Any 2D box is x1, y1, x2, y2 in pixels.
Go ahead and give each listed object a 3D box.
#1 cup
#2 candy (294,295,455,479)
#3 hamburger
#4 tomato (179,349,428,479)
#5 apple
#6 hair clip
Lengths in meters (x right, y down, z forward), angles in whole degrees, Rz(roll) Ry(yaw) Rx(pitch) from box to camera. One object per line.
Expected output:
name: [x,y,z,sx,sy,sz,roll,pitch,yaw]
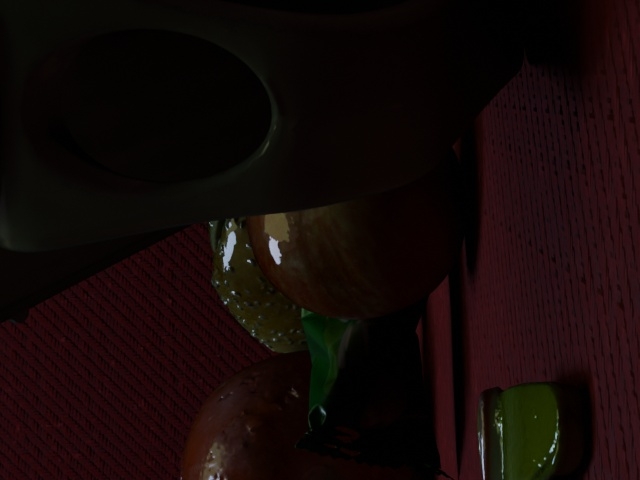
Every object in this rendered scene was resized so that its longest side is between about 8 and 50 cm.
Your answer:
cup: [-0.100,-0.105,0.905,0.401,0.392,0.310,46,133,21]
candy: [0.032,0.060,1.313,0.141,0.078,0.203,38,-132,-54]
hamburger: [0.000,0.000,1.615,0.215,0.189,0.122,93,167,-47]
tomato: [-0.015,0.196,1.610,0.184,0.208,0.208,162,107,-81]
apple: [0.021,-0.023,1.203,0.131,0.146,0.146,58,-153,-57]
hair clip: [0.083,0.091,0.798,0.188,0.033,0.060,91,178,-76]
